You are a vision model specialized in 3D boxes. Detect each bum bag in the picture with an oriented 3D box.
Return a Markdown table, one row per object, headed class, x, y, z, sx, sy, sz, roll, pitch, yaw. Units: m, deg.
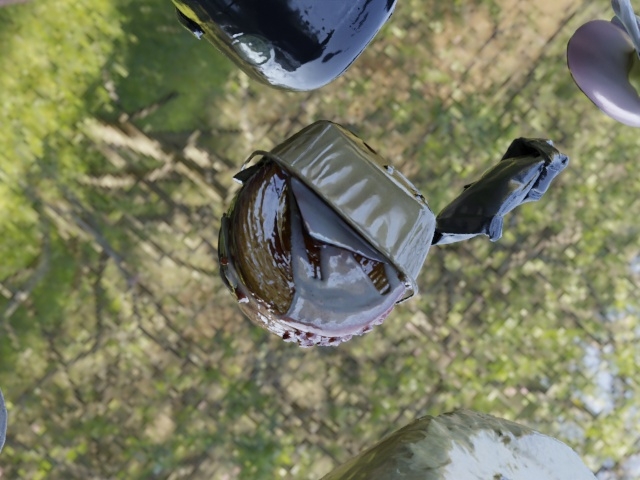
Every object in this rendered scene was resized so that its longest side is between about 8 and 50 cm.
| class | x | y | z | sx | sy | sz | roll | pitch | yaw |
| --- | --- | --- | --- | --- | --- | --- | --- | --- | --- |
| bum bag | 0.278 | -0.069 | 2.002 | 0.142 | 0.080 | 0.326 | 4 | -146 | 47 |

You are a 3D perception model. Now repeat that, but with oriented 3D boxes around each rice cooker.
| class | x | y | z | sx | sy | sz | roll | pitch | yaw |
| --- | --- | --- | --- | --- | --- | --- | --- | --- | --- |
| rice cooker | -0.043 | -0.314 | 1.537 | 0.267 | 0.224 | 0.267 | -36 | -146 | 29 |

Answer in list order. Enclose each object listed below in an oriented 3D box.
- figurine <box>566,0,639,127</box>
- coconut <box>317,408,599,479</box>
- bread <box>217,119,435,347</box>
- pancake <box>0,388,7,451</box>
| class | x | y | z | sx | sy | sz | roll | pitch | yaw |
| --- | --- | --- | --- | --- | --- | --- | --- | --- | --- |
| figurine | 0.459 | -0.278 | 1.764 | 0.206 | 0.284 | 0.315 | -15 | -170 | -14 |
| coconut | 0.057 | 0.293 | 0.857 | 0.309 | 0.297 | 0.297 | -43 | -174 | 28 |
| bread | 0.000 | 0.000 | 1.331 | 0.212 | 0.224 | 0.142 | -51 | -175 | -24 |
| pancake | -0.378 | 0.191 | 1.351 | 0.022 | 0.139 | 0.139 | 1 | -146 | 30 |
